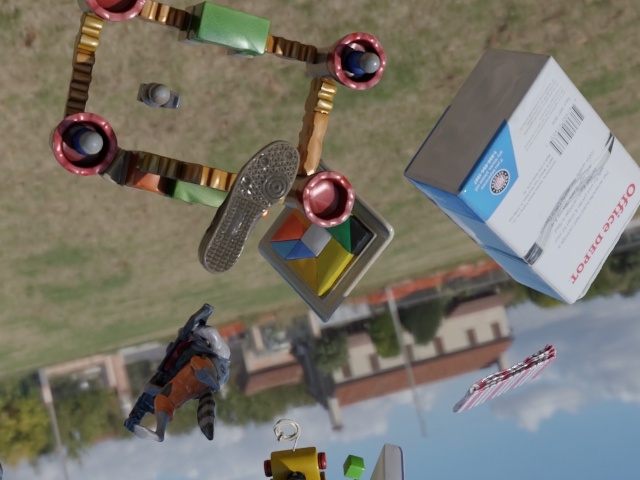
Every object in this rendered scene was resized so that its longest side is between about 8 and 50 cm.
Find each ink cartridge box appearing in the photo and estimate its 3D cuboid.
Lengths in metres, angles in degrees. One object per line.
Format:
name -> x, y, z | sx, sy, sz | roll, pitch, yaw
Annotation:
ink cartridge box -> 0.381, -0.109, 1.721 | 0.395, 0.285, 0.166 | 39, 172, -36

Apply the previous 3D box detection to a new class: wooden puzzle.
wooden puzzle -> 0.000, 0.000, 1.795 | 0.044, 0.221, 0.238 | 2, 128, -55

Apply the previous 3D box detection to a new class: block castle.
block castle -> -0.147, -0.198, 1.377 | 0.453, 0.303, 0.213 | 12, -177, -25

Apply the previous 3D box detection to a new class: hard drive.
hard drive -> 0.085, 0.549, 1.695 | 0.040, 0.318, 0.210 | 14, -150, -5

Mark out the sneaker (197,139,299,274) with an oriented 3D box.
sneaker -> -0.099, -0.048, 1.195 | 0.066, 0.188, 0.071 | 35, 178, -23

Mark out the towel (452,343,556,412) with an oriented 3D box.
towel -> 0.348, 0.267, 1.824 | 0.197, 0.029, 0.144 | -21, 158, -16

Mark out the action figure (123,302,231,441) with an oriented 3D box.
action figure -> -0.285, 0.325, 2.023 | 0.341, 0.179, 0.330 | -56, -177, 16

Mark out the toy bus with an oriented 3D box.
toy bus -> -0.031, 0.410, 1.489 | 0.191, 0.202, 0.104 | -50, -159, 20

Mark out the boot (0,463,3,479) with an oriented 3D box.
boot -> -0.375, 0.325, 1.092 | 0.118, 0.338, 0.222 | -52, -156, 7
